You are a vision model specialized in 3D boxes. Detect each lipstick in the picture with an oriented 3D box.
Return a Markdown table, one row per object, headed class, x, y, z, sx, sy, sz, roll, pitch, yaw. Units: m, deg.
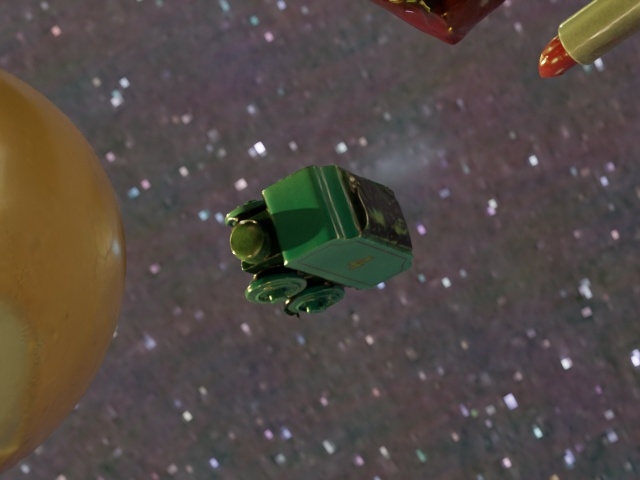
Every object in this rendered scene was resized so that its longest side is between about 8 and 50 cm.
| class | x | y | z | sx | sy | sz | roll | pitch | yaw |
| --- | --- | --- | --- | --- | --- | --- | --- | --- | --- |
| lipstick | 0.247 | -0.190 | 1.415 | 0.186 | 0.057 | 0.063 | -35 | -151 | 34 |

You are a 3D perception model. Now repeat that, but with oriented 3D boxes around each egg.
| class | x | y | z | sx | sy | sz | roll | pitch | yaw |
| --- | --- | --- | --- | --- | --- | --- | --- | --- | --- |
| egg | -0.183 | 0.011 | 0.731 | 0.201 | 0.201 | 0.244 | -12 | -173 | 22 |

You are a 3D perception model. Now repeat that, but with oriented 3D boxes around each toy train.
| class | x | y | z | sx | sy | sz | roll | pitch | yaw |
| --- | --- | --- | --- | --- | --- | --- | --- | --- | --- |
| toy train | 0.000 | 0.000 | 1.699 | 0.154 | 0.198 | 0.107 | -27 | -113 | 24 |

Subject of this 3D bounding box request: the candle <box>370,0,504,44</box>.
| class | x | y | z | sx | sy | sz | roll | pitch | yaw |
| --- | --- | --- | --- | --- | --- | --- | --- | --- | --- |
| candle | -0.015 | -0.177 | 0.870 | 0.059 | 0.084 | 0.301 | -20 | -146 | -31 |
